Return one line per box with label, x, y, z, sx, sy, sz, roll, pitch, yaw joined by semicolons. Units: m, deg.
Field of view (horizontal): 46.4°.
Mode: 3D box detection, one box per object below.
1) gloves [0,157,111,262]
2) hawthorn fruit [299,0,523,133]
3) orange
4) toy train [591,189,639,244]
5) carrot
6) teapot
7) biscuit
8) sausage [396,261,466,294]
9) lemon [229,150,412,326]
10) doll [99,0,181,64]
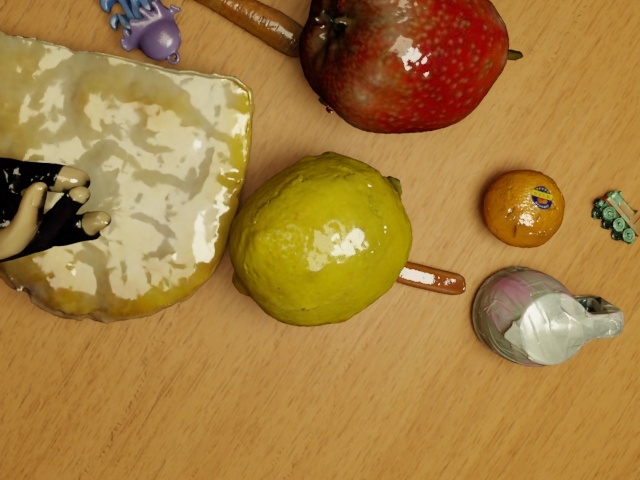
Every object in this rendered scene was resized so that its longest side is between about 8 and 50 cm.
gloves;-0.431;-0.047;1.031;0.301;0.197;0.152;0;128;20
hawthorn fruit;0.155;-0.301;1.136;0.369;0.285;0.284;1;96;-18
orange;0.337;-0.052;1.255;0.135;0.117;0.135;9;69;-24
toy train;0.528;-0.043;1.318;0.103;0.044;0.064;45;86;-12
carrot;-0.127;-0.365;1.191;0.248;0.059;0.059;26;92;-7
teapot;0.382;0.145;1.248;0.222;0.178;0.163;22;93;-10
biscuit;-0.327;-0.093;1.168;0.429;0.104;0.446;4;93;-7
sausage;0.189;0.066;1.285;0.131;0.039;0.041;14;87;-10
lemon;-0.002;0.002;1.149;0.284;0.260;0.260;-13;97;-9
doll;-0.282;-0.359;1.168;0.110;0.067;0.206;-36;88;11
